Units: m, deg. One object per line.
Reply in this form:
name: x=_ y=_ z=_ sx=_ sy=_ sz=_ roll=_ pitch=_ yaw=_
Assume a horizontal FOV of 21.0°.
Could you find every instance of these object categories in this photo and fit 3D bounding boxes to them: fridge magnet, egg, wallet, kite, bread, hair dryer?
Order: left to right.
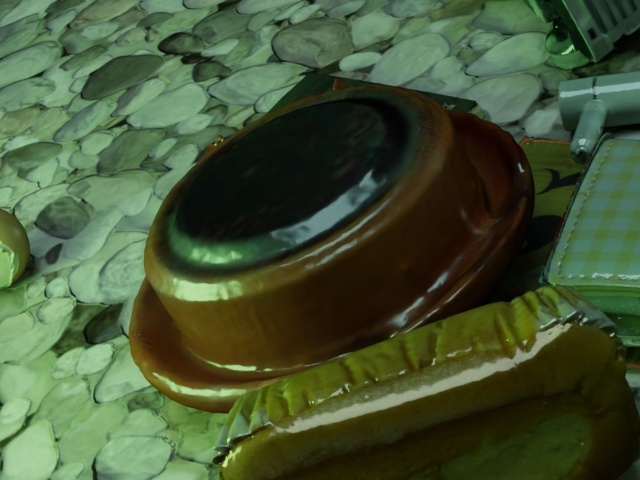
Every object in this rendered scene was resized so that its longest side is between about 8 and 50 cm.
egg: x=-0.320 y=0.005 z=1.666 sx=0.080 sy=0.080 sz=0.096 roll=-19 pitch=25 yaw=5
fridge magnet: x=0.000 y=0.000 z=1.413 sx=0.363 sy=0.155 sz=0.364 roll=-21 pitch=30 yaw=13
bread: x=0.074 y=0.133 z=1.195 sx=0.288 sy=0.153 sz=0.119 roll=-19 pitch=28 yaw=3
kite: x=0.203 y=0.009 z=1.419 sx=0.327 sy=0.013 sz=0.377 roll=-25 pitch=34 yaw=-2
hair dryer: x=0.244 y=-0.103 z=1.502 sx=0.082 sy=0.047 sz=0.137 roll=-5 pitch=26 yaw=21
wallet: x=0.336 y=0.001 z=1.293 sx=0.309 sy=0.077 sz=0.223 roll=4 pitch=39 yaw=27

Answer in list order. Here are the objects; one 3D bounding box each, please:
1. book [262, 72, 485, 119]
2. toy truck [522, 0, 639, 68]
book: x=0.025 y=-0.096 z=1.658 sx=0.228 sy=0.024 sz=0.160 roll=15 pitch=49 yaw=43
toy truck: x=0.230 y=-0.344 z=1.720 sx=0.207 sy=0.173 sz=0.387 roll=-35 pitch=36 yaw=3
